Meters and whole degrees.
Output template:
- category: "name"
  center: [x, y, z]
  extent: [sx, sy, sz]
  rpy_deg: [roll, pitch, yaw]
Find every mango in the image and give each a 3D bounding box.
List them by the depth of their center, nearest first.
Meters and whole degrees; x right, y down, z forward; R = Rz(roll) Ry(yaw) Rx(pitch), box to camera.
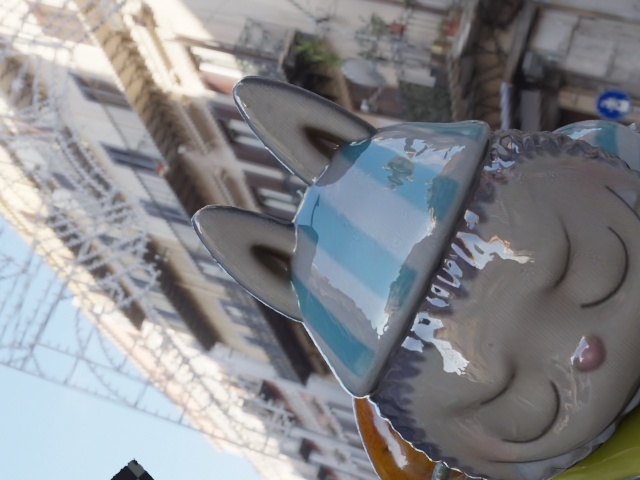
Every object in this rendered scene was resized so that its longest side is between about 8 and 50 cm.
- category: "mango"
  center: [0.149, 0.207, 1.480]
  extent: [0.199, 0.201, 0.350]
  rpy_deg: [26, -131, -55]

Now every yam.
- category: "yam"
  center: [0.140, 0.331, 1.261]
  extent: [0.033, 0.027, 0.129]
  rpy_deg: [16, -88, -38]

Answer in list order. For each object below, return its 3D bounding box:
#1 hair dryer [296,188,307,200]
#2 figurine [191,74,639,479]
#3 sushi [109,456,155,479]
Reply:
- category: "hair dryer"
  center: [-0.007, 0.028, 1.919]
  extent: [0.219, 0.225, 0.088]
  rpy_deg: [-51, -12, -27]
- category: "figurine"
  center: [0.113, -0.031, 0.743]
  extent: [0.266, 0.378, 0.361]
  rpy_deg: [-39, 20, 37]
- category: "sushi"
  center: [-0.200, 0.481, 1.327]
  extent: [0.064, 0.359, 0.343]
  rpy_deg: [-47, -5, 27]
